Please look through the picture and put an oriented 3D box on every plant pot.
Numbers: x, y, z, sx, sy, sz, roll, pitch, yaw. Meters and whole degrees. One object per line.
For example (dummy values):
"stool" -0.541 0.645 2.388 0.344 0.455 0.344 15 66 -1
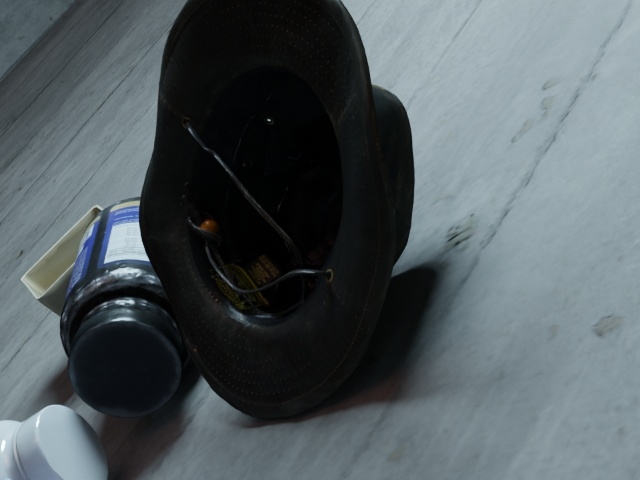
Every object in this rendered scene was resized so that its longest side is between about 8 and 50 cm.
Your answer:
"plant pot" -0.220 0.042 1.369 0.109 0.096 0.109 -46 22 -8

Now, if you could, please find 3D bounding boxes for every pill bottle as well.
"pill bottle" -0.269 0.213 1.111 0.193 0.108 0.108 -33 23 21
"pill bottle" -0.163 0.058 1.204 0.123 0.123 0.219 -37 22 15

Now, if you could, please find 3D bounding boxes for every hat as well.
"hat" -0.005 -0.037 1.028 0.134 0.331 0.331 -6 -3 -37

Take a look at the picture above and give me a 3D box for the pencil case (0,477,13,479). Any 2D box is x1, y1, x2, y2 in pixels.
"pencil case" -0.262 0.295 0.937 0.273 0.113 0.124 -50 31 -20
